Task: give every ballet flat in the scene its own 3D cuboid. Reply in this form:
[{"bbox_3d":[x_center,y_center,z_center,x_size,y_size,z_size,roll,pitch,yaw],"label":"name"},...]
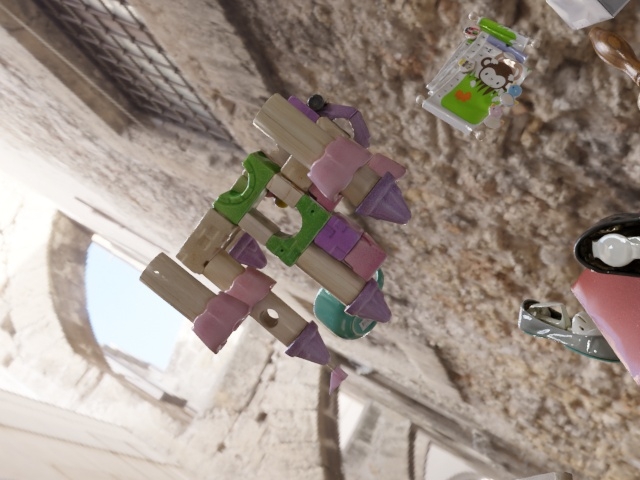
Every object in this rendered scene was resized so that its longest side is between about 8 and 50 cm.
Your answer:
[{"bbox_3d":[0.421,0.146,1.243,0.072,0.213,0.068,-11,-74,-32],"label":"ballet flat"},{"bbox_3d":[0.382,0.013,0.756,0.096,0.280,0.095,-8,-89,-30],"label":"ballet flat"}]

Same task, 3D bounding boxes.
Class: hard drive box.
[{"bbox_3d":[0.557,-0.516,1.366,0.232,0.089,0.181,-46,9,5],"label":"hard drive box"}]

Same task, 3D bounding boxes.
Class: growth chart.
[{"bbox_3d":[0.286,-0.295,1.313,0.237,0.172,0.021,-56,-26,-13],"label":"growth chart"}]

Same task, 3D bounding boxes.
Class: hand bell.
[{"bbox_3d":[0.435,-0.221,0.996,0.126,0.242,0.126,-11,-45,-12],"label":"hand bell"}]

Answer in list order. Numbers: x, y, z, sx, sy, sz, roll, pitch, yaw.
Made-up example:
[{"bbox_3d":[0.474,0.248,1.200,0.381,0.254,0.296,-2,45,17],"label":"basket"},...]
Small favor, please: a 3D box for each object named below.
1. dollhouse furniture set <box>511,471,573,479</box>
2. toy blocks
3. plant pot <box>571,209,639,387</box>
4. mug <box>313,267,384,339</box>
[{"bbox_3d":[0.387,0.265,0.580,0.394,0.257,0.362,-36,43,50],"label":"dollhouse furniture set"},{"bbox_3d":[0.000,0.000,0.901,0.288,0.260,0.309,-52,-1,14],"label":"toy blocks"},{"bbox_3d":[0.515,0.057,0.896,0.267,0.267,0.235,-90,20,-66],"label":"plant pot"},{"bbox_3d":[0.069,0.129,1.521,0.130,0.097,0.157,-3,-62,-39],"label":"mug"}]
